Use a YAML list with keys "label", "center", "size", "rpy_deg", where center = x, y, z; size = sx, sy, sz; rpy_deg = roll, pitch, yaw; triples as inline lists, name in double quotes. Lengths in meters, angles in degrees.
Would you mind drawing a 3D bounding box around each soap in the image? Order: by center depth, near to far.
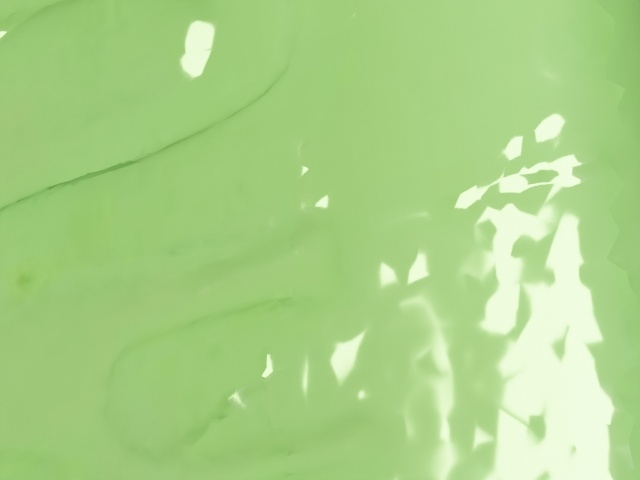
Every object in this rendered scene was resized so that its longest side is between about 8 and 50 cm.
- label: "soap"
  center: [0.000, 0.000, 0.649]
  size: [0.350, 0.213, 0.435]
  rpy_deg: [-16, 63, 33]
